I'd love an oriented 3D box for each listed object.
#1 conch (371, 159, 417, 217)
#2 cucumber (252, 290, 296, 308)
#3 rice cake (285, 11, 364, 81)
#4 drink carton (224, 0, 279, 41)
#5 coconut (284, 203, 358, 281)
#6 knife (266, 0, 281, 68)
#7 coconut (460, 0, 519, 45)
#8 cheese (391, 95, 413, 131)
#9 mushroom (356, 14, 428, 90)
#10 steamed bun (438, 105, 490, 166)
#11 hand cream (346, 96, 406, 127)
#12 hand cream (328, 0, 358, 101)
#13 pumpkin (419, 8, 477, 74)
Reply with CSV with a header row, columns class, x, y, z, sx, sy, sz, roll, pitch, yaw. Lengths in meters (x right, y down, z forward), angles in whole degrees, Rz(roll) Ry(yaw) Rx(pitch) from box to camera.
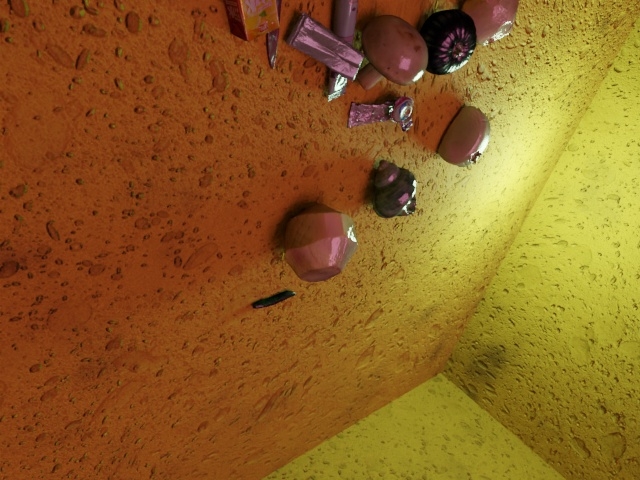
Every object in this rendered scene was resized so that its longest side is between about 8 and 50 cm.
class,x,y,z,sx,sy,sz,roll,pitch,yaw
conch,0.275,-0.177,1.775,0.220,0.195,0.277,-50,124,-22
cucumber,-0.165,0.212,1.733,0.184,0.033,0.036,-17,158,-40
rice cake,0.018,-0.487,1.236,0.226,0.040,0.085,18,122,-37
drink carton,-0.154,-0.544,1.009,0.096,0.071,0.223,-35,144,-23
coconut,0.000,0.000,1.572,0.259,0.259,0.259,-30,141,-28
knife,-0.107,-0.520,1.133,0.035,0.018,0.247,-26,140,-37
coconut,0.548,-0.721,1.553,0.183,0.171,0.171,-18,165,36
cheese,0.267,-0.407,1.568,0.095,0.038,0.145,-40,147,-1
mushroom,0.183,-0.505,1.356,0.207,0.207,0.215,-11,162,-44
steamed bun,0.597,-0.402,1.944,0.170,0.152,0.239,9,117,-53
hand cream,0.194,-0.418,1.557,0.257,0.050,0.084,-22,139,-32
hand cream,0.056,-0.533,1.287,0.085,0.058,0.331,-42,153,-38
pumpkin,0.393,-0.612,1.511,0.202,0.140,0.202,-17,135,-18
